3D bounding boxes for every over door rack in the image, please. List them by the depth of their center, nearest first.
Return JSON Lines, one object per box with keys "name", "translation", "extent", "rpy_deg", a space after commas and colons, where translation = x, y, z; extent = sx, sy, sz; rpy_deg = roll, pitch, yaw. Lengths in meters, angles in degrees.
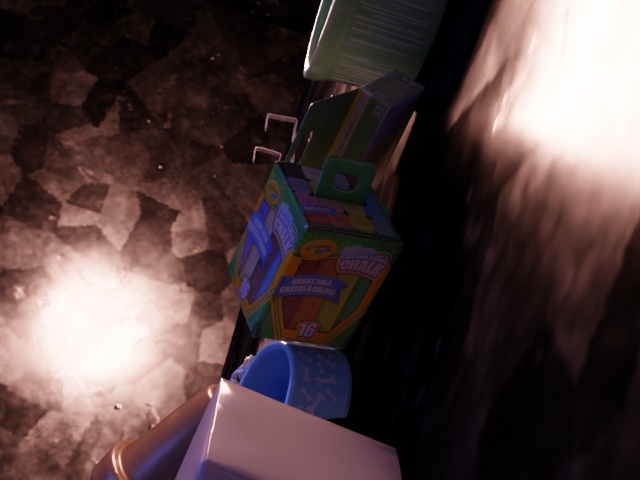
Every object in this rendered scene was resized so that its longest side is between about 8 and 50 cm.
{"name": "over door rack", "translation": [-0.053, -0.051, 2.012], "extent": [0.239, 0.108, 0.324], "rpy_deg": [129, 137, -74]}

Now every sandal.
{"name": "sandal", "translation": [0.029, 0.016, 1.383], "extent": [0.088, 0.079, 0.240], "rpy_deg": [-160, 88, -84]}

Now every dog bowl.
{"name": "dog bowl", "translation": [-0.055, 0.251, 1.240], "extent": [0.166, 0.074, 0.297], "rpy_deg": [-21, 51, 55]}

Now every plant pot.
{"name": "plant pot", "translation": [-0.185, 0.353, 1.671], "extent": [0.229, 0.263, 0.263], "rpy_deg": [-51, 10, 9]}

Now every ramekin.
{"name": "ramekin", "translation": [0.091, -0.354, 1.536], "extent": [0.303, 0.148, 0.303], "rpy_deg": [-163, 90, -83]}

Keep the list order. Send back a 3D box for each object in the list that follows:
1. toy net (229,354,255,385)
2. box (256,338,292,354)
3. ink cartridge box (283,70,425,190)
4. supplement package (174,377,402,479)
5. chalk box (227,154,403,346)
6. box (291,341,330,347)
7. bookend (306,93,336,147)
{"name": "toy net", "translation": [-0.091, 0.256, 1.408], "extent": [0.122, 0.045, 0.232], "rpy_deg": [-64, -33, -54]}
{"name": "box", "translation": [-0.078, 0.212, 1.866], "extent": [0.231, 0.056, 0.183], "rpy_deg": [139, 148, -77]}
{"name": "ink cartridge box", "translation": [0.032, -0.111, 1.345], "extent": [0.235, 0.056, 0.171], "rpy_deg": [-34, -25, -57]}
{"name": "supplement package", "translation": [-0.065, 0.299, 0.899], "extent": [0.175, 0.178, 0.293], "rpy_deg": [-94, 28, -76]}
{"name": "chalk box", "translation": [0.000, 0.000, 1.252], "extent": [0.213, 0.132, 0.132], "rpy_deg": [-63, 33, 30]}
{"name": "box", "translation": [-0.013, 0.164, 1.440], "extent": [0.087, 0.058, 0.232], "rpy_deg": [115, 171, -51]}
{"name": "bookend", "translation": [0.028, -0.212, 2.035], "extent": [0.157, 0.072, 0.156], "rpy_deg": [129, 158, -72]}
